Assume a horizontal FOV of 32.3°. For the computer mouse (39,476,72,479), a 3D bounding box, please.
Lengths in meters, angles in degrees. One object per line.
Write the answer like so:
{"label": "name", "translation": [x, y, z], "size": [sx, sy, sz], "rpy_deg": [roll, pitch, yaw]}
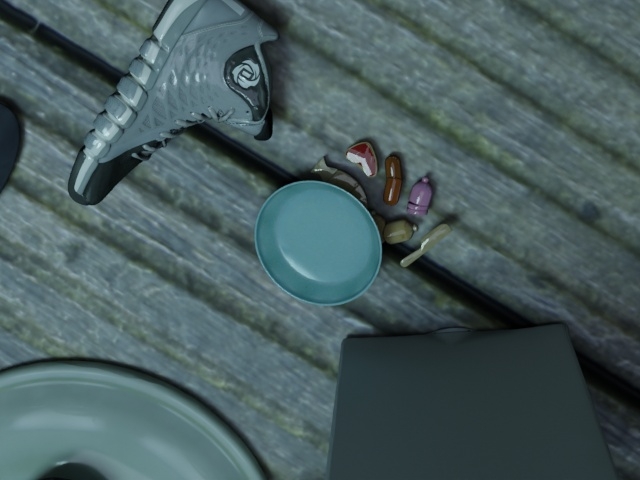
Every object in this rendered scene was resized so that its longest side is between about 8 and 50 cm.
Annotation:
{"label": "computer mouse", "translation": [-0.258, 0.348, 1.005], "size": [0.184, 0.060, 0.262], "rpy_deg": [42, 106, -9]}

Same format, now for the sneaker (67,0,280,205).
{"label": "sneaker", "translation": [-0.112, -0.100, 0.939], "size": [0.132, 0.086, 0.229], "rpy_deg": [32, 107, -9]}

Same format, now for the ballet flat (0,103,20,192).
{"label": "ballet flat", "translation": [-0.337, -0.034, 0.984], "size": [0.074, 0.074, 0.203], "rpy_deg": [38, 107, -8]}

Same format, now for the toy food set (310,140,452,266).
{"label": "toy food set", "translation": [0.058, -0.041, 0.981], "size": [0.078, 0.019, 0.122], "rpy_deg": [-39, 94, 15]}

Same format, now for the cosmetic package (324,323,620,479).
{"label": "cosmetic package", "translation": [0.115, 0.208, 0.866], "size": [0.217, 0.385, 0.156], "rpy_deg": [-4, 107, 7]}

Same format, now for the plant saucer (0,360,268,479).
{"label": "plant saucer", "translation": [-0.237, 0.317, 1.078], "size": [0.400, 0.100, 0.401], "rpy_deg": [1, 109, 3]}

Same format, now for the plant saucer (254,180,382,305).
{"label": "plant saucer", "translation": [0.000, 0.000, 0.984], "size": [0.119, 0.021, 0.119], "rpy_deg": [7, 114, 16]}
